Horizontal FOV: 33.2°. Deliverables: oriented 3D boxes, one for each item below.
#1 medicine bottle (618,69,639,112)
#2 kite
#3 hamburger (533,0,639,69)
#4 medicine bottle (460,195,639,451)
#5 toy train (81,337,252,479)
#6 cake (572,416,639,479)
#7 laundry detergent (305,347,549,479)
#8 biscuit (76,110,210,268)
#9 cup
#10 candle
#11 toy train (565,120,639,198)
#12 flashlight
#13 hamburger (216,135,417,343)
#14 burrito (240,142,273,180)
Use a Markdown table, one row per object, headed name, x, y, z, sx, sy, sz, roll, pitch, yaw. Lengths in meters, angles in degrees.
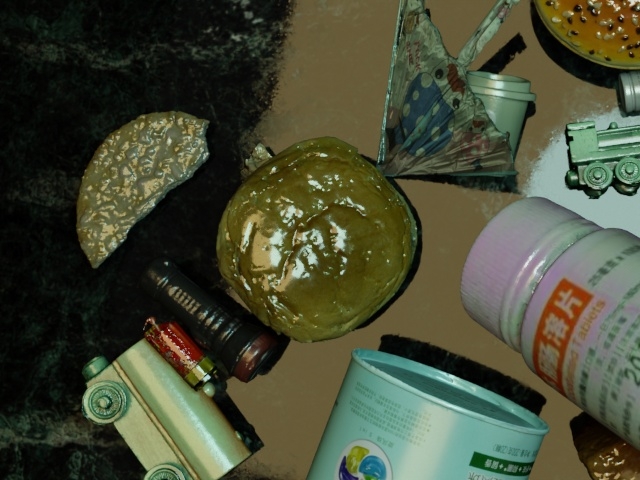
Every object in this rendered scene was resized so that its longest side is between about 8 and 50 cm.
| name | x | y | z | sx | sy | sz | roll | pitch | yaw |
| --- | --- | --- | --- | --- | --- | --- | --- | --- | --- |
| medicine bottle | 0.471 | -0.216 | 1.509 | 0.091 | 0.058 | 0.058 | -10 | 87 | 11 |
| kite | 0.176 | -0.212 | 1.506 | 0.368 | 0.014 | 0.406 | -53 | 44 | 35 |
| hamburger | 0.433 | -0.380 | 1.462 | 0.300 | 0.176 | 0.300 | 0 | 91 | 11 |
| medicine bottle | 0.369 | 0.108 | 1.315 | 0.388 | 0.219 | 0.219 | 37 | 97 | 42 |
| toy train | -0.233 | 0.272 | 1.618 | 0.177 | 0.116 | 0.285 | -37 | 82 | -4 |
| cake | 0.489 | 0.347 | 1.432 | 0.196 | 0.199 | 0.293 | -31 | 88 | 4 |
| laundry detergent | 0.122 | 0.338 | 1.452 | 0.287 | 0.287 | 0.305 | 21 | 93 | 11 |
| biscuit | -0.293 | -0.103 | 1.667 | 0.141 | 0.038 | 0.290 | 45 | 95 | 9 |
| cup | 0.239 | -0.167 | 1.534 | 0.120 | 0.120 | 0.141 | 13 | 105 | 11 |
| candle | -0.211 | 0.162 | 1.588 | 0.052 | 0.052 | 0.130 | -45 | 88 | 7 |
| toy train | 0.430 | -0.121 | 1.513 | 0.170 | 0.071 | 0.111 | -7 | 80 | 11 |
| flashlight | -0.175 | 0.115 | 1.615 | 0.232 | 0.093 | 0.093 | 36 | 96 | 13 |
| hamburger | -0.001 | -0.002 | 1.515 | 0.285 | 0.134 | 0.265 | -42 | 90 | -11 |
| burrito | -0.065 | -0.036 | 1.610 | 0.058 | 0.063 | 0.229 | -21 | 86 | 48 |
